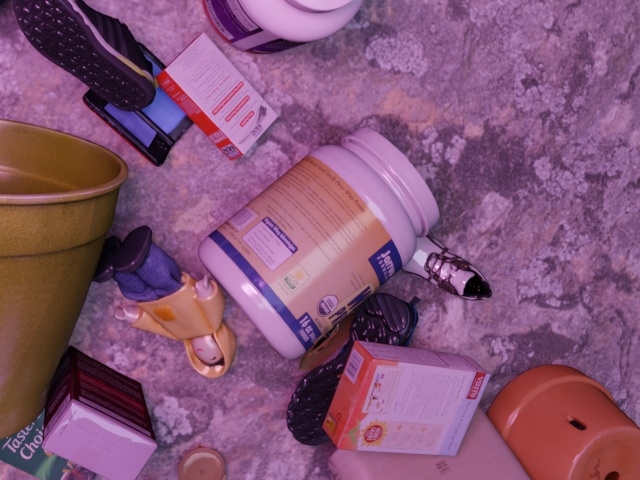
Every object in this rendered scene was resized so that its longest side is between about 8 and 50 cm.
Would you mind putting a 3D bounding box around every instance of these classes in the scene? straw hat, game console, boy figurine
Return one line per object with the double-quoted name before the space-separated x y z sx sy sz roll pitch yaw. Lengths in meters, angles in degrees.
"straw hat" -0.005 0.147 1.228 0.144 0.144 0.061 -45 69 -7
"game console" -0.252 -0.199 1.084 0.085 0.124 0.144 -40 111 19
"boy figurine" -0.223 0.103 1.115 0.177 0.092 0.285 -15 132 21

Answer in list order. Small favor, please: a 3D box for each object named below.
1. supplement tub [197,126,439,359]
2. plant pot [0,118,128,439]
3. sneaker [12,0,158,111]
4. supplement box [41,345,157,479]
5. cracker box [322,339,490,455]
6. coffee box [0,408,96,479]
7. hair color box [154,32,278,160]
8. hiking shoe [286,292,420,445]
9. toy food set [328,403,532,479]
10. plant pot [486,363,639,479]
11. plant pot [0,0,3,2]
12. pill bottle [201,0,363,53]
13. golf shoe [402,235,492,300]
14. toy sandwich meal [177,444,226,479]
"supplement tub" 0.000 0.000 1.124 0.316 0.228 0.228 -40 109 -9
"plant pot" -0.450 0.052 0.940 0.366 0.366 0.353 5 109 -20
"sneaker" -0.307 -0.269 0.994 0.084 0.097 0.235 -20 137 22
"supplement box" -0.314 0.240 1.049 0.130 0.239 0.073 35 88 -20
"cracker box" 0.136 0.250 1.165 0.232 0.067 0.156 13 105 -29
"coffee box" -0.413 0.301 1.131 0.184 0.040 0.113 37 86 -21
"hair color box" -0.155 -0.213 1.117 0.167 0.053 0.093 47 63 -18
"hiking shoe" 0.066 0.224 1.246 0.304 0.113 0.132 -52 154 13
"toy food set" 0.196 0.404 1.265 0.306 0.220 0.092 -19 148 -23
"plant pot" 0.469 0.398 1.366 0.291 0.203 0.291 -4 101 -19
"plant pot" -0.439 -0.413 0.909 0.212 0.236 0.236 -39 109 -17
"pill bottle" -0.048 -0.352 0.999 0.181 0.323 0.181 -3 100 -19
"golf shoe" 0.213 0.045 1.278 0.198 0.094 0.077 24 92 -19
"toy sandwich meal" -0.194 0.377 1.227 0.085 0.029 0.086 -2 97 -14
